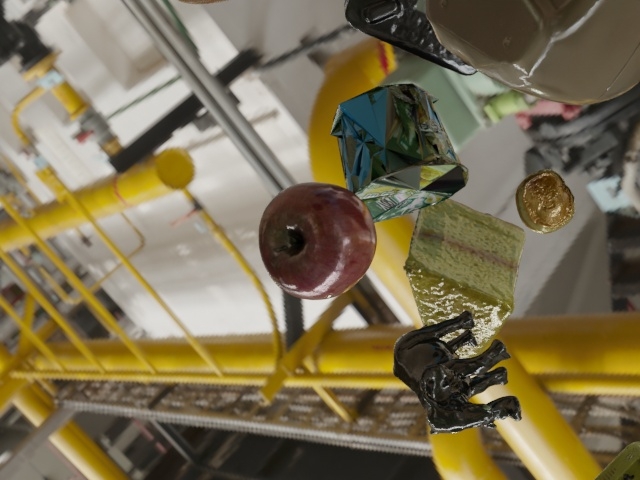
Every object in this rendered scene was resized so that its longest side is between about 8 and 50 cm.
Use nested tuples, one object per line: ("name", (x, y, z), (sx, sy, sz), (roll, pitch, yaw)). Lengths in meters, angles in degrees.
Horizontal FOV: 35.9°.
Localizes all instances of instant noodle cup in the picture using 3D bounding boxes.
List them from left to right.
("instant noodle cup", (0.136, -0.163, 1.804), (0.240, 0.178, 0.240), (-14, 160, -5))

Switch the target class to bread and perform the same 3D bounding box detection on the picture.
("bread", (0.253, 0.125, 2.040), (0.361, 0.245, 0.233), (111, -1, -47))
("bread", (0.380, -0.066, 1.671), (0.110, 0.110, 0.024), (-42, -177, -10))

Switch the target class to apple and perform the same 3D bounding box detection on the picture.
("apple", (0.000, 0.000, 1.258), (0.153, 0.153, 0.120), (-25, 166, 37))

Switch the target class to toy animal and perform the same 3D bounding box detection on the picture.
("toy animal", (0.189, 0.194, 1.377), (0.146, 0.114, 0.245), (-22, -160, -12))

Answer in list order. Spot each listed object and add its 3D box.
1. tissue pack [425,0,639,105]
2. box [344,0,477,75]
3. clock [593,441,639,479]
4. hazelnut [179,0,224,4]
("tissue pack", (0.324, -0.365, 1.173), (0.267, 0.277, 0.387), (48, -52, 44))
("box", (0.215, -0.458, 1.712), (0.290, 0.289, 0.073), (-63, -163, 21))
("clock", (0.499, 0.406, 1.523), (0.143, 0.096, 0.202), (-49, -176, 5))
("hazelnut", (-0.122, -0.340, 0.973), (0.181, 0.212, 0.181), (-29, -168, -6))
